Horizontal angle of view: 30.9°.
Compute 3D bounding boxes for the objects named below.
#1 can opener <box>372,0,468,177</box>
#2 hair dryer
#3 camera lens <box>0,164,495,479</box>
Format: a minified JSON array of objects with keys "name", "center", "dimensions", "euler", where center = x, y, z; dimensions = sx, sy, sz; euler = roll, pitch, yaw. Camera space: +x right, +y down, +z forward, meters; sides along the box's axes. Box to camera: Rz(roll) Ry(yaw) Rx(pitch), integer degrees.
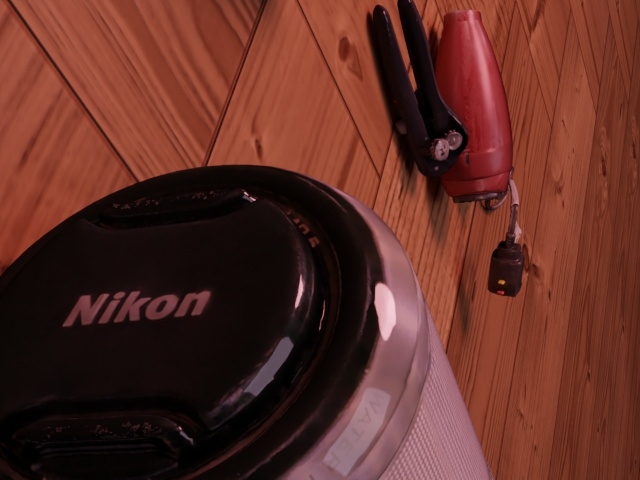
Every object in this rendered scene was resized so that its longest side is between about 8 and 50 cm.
[{"name":"can opener","center":[0.085,-0.136,1.052],"dimensions":[0.059,0.073,0.186],"euler":[-37,130,-13]},{"name":"hair dryer","center":[0.160,-0.106,1.219],"dimensions":[0.224,0.080,0.294],"euler":[-87,167,-51]},{"name":"camera lens","center":[-0.032,0.118,0.555],"dimensions":[0.274,0.219,0.219],"euler":[65,33,-42]}]
